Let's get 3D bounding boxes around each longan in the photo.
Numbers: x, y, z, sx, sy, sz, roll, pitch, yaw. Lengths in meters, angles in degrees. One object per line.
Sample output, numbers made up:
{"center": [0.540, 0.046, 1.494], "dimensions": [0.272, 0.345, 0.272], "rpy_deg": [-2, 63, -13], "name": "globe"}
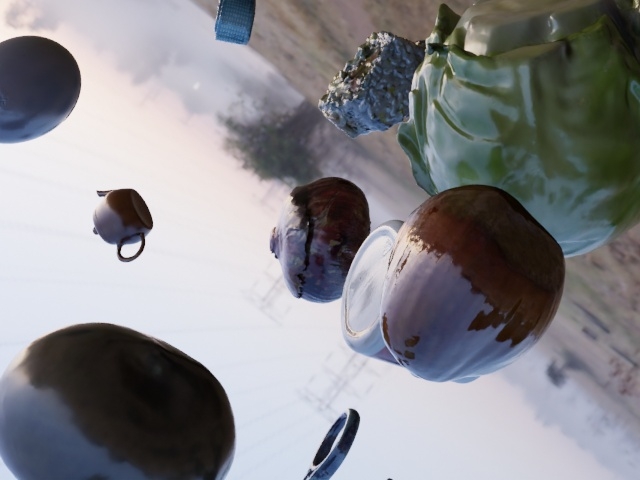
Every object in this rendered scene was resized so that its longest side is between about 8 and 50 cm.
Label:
{"center": [-0.278, 0.260, 1.434], "dimensions": [0.350, 0.288, 0.288], "rpy_deg": [40, -179, -30], "name": "longan"}

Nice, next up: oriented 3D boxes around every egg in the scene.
{"center": [-0.440, -0.220, 1.538], "dimensions": [0.146, 0.199, 0.146], "rpy_deg": [31, 144, 26], "name": "egg"}

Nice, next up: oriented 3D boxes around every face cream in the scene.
{"center": [0.150, 0.089, 1.516], "dimensions": [0.187, 0.201, 0.201], "rpy_deg": [19, -171, -20], "name": "face cream"}

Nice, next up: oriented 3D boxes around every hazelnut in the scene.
{"center": [0.146, 0.041, 1.085], "dimensions": [0.210, 0.210, 0.186], "rpy_deg": [31, -139, -63], "name": "hazelnut"}

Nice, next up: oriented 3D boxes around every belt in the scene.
{"center": [-0.103, -0.324, 1.334], "dimensions": [0.065, 0.100, 0.179], "rpy_deg": [12, -144, -14], "name": "belt"}

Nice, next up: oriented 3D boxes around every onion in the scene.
{"center": [0.000, 0.000, 1.953], "dimensions": [0.190, 0.246, 0.246], "rpy_deg": [6, -174, -4], "name": "onion"}

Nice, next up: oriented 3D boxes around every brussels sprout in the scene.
{"center": [0.319, -0.158, 1.454], "dimensions": [0.342, 0.425, 0.361], "rpy_deg": [26, 135, 53], "name": "brussels sprout"}

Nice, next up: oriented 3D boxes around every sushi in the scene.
{"center": [0.126, -0.334, 2.170], "dimensions": [0.139, 0.274, 0.184], "rpy_deg": [38, 175, -27], "name": "sushi"}

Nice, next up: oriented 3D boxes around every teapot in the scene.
{"center": [-0.385, -0.034, 1.999], "dimensions": [0.116, 0.116, 0.173], "rpy_deg": [31, -147, -62], "name": "teapot"}

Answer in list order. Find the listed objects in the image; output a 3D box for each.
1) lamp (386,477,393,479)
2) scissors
{"center": [0.109, 0.629, 2.198], "dimensions": [0.118, 0.253, 0.118], "rpy_deg": [21, -165, -6], "name": "lamp"}
{"center": [-0.060, 0.408, 1.475], "dimensions": [0.029, 0.383, 0.256], "rpy_deg": [29, -135, -10], "name": "scissors"}
